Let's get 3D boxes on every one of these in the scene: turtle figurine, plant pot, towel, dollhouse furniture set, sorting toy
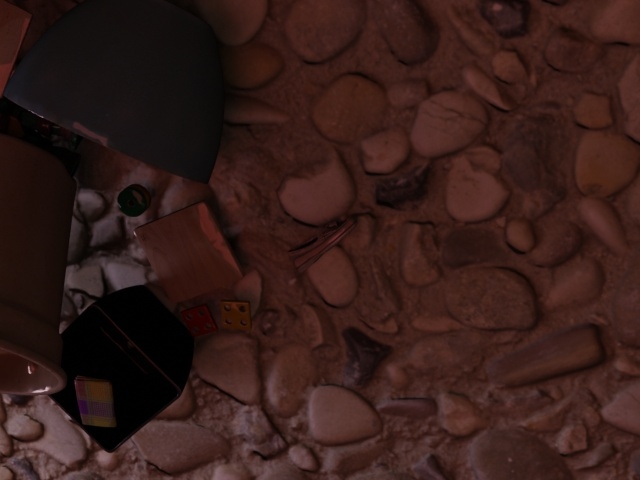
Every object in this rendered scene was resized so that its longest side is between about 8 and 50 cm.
[{"bbox_3d":[-0.471,-0.169,1.441,0.234,0.118,0.175,18,156,-6],"label":"turtle figurine"},{"bbox_3d":[-0.306,0.180,1.522,0.188,0.167,0.187,-41,97,25],"label":"plant pot"},{"bbox_3d":[-0.243,-0.223,1.294,0.290,0.290,0.196,25,94,4],"label":"plant pot"},{"bbox_3d":[-0.335,0.241,1.457,0.060,0.009,0.083,3,114,13],"label":"towel"},{"bbox_3d":[-0.458,-0.294,1.379,0.144,0.151,0.123,27,106,3],"label":"dollhouse furniture set"},{"bbox_3d":[-0.191,0.021,1.488,0.132,0.046,0.275,-21,105,22],"label":"sorting toy"},{"bbox_3d":[-0.488,0.025,1.373,0.333,0.306,0.334,8,156,3],"label":"plant pot"}]

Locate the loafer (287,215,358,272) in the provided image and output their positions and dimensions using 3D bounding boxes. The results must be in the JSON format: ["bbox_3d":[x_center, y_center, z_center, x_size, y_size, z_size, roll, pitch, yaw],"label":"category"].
[{"bbox_3d":[0.000,0.000,1.430,0.125,0.045,0.039,-41,91,29],"label":"loafer"}]
